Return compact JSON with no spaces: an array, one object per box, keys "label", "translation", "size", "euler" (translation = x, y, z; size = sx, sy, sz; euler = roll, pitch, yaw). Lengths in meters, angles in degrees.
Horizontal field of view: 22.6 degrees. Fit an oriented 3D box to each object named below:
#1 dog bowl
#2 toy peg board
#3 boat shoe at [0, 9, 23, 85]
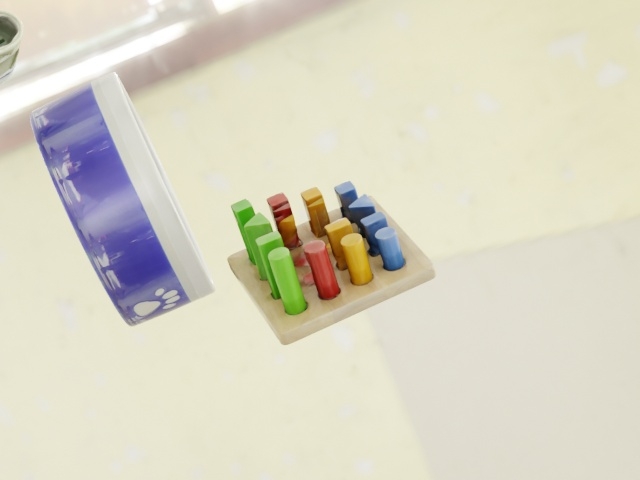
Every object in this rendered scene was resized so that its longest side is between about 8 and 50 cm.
[{"label":"dog bowl","translation":[-0.215,-0.043,1.748],"size":[0.104,0.265,0.265],"euler":[-25,7,-3]},{"label":"toy peg board","translation":[0.000,0.000,1.521],"size":[0.160,0.079,0.161],"euler":[-24,33,-10]},{"label":"boat shoe","translation":[-0.432,-0.165,1.583],"size":[0.302,0.109,0.094],"euler":[-29,-10,-35]}]
